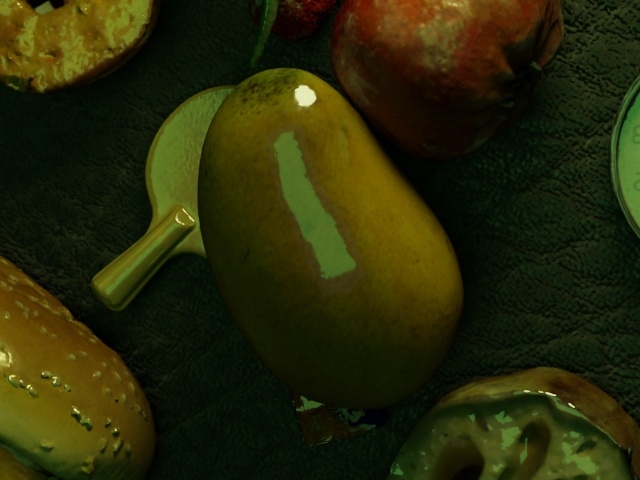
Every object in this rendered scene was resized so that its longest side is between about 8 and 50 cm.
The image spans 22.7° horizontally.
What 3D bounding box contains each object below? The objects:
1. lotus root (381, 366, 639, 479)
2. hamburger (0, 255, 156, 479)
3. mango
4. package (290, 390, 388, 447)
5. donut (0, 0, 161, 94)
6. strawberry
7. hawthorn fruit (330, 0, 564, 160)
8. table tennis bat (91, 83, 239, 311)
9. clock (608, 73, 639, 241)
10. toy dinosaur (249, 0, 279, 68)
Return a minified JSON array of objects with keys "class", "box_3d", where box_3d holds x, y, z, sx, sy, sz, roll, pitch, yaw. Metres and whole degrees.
[{"class":"lotus root","box_3d":[0.203,0.336,1.731,0.374,0.111,0.391,-2,97,18]},{"class":"hamburger","box_3d":[-0.406,0.178,1.801,0.445,0.287,0.268,42,102,6]},{"class":"mango","box_3d":[0.000,0.000,1.671,0.263,0.221,0.378,-6,114,45]},{"class":"package","box_3d":[0.021,0.189,1.807,0.110,0.033,0.077,-15,114,30]},{"class":"donut","box_3d":[-0.296,-0.286,1.813,0.253,0.118,0.254,2,96,19]},{"class":"strawberry","box_3d":[-0.033,-0.269,1.750,0.106,0.106,0.106,1,95,16]},{"class":"hawthorn fruit","box_3d":[0.106,-0.223,1.657,0.271,0.242,0.242,34,103,23]},{"class":"table tennis bat","box_3d":[-0.141,-0.038,1.825,0.321,0.050,0.198,-44,84,12]},{"class":"clock","box_3d":[0.435,-0.084,1.653,0.280,0.055,0.281,1,95,16]},{"class":"toy dinosaur","box_3d":[-0.081,-0.421,1.615,0.300,0.087,0.447,22,98,-12]}]
